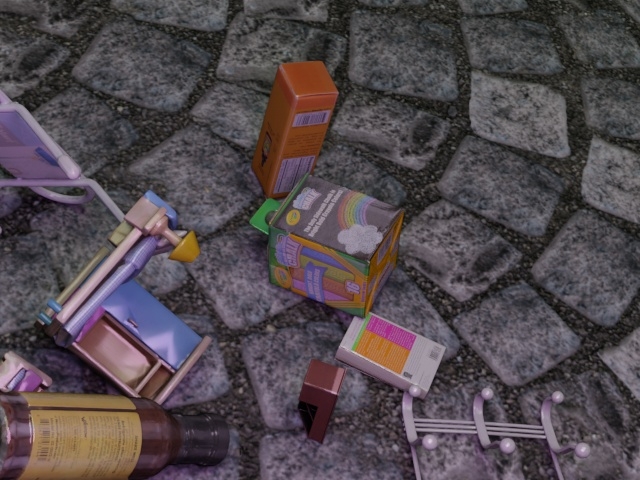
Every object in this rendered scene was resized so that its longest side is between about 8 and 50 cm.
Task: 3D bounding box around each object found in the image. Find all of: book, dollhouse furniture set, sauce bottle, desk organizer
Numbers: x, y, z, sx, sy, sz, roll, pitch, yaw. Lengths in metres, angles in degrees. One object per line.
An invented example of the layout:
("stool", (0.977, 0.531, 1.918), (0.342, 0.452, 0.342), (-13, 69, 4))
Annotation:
("book", (0.105, 0.164, 1.732), (0.144, 0.035, 0.096), (25, 46, 5))
("dollhouse furniture set", (-0.251, 0.130, 1.452), (0.198, 0.303, 0.286), (41, 67, -6))
("sauce bottle", (-0.262, 0.245, 1.443), (0.344, 0.111, 0.111), (11, 44, -43))
("desk organizer", (-0.004, 0.219, 1.593), (0.050, 0.130, 0.047), (18, 49, 3))

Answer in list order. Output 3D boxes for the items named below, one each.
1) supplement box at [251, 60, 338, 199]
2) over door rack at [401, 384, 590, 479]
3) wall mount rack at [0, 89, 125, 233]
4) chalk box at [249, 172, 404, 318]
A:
("supplement box", (-0.043, -0.169, 1.829), (0.080, 0.233, 0.078), (-8, 54, -26))
("over door rack", (0.245, 0.338, 1.580), (0.239, 0.108, 0.324), (5, 51, -11))
("wall mount rack", (-0.393, -0.091, 1.607), (0.304, 0.350, 0.131), (2, 64, 23))
("chalk box", (0.000, 0.000, 1.762), (0.213, 0.132, 0.132), (21, 49, 17))
